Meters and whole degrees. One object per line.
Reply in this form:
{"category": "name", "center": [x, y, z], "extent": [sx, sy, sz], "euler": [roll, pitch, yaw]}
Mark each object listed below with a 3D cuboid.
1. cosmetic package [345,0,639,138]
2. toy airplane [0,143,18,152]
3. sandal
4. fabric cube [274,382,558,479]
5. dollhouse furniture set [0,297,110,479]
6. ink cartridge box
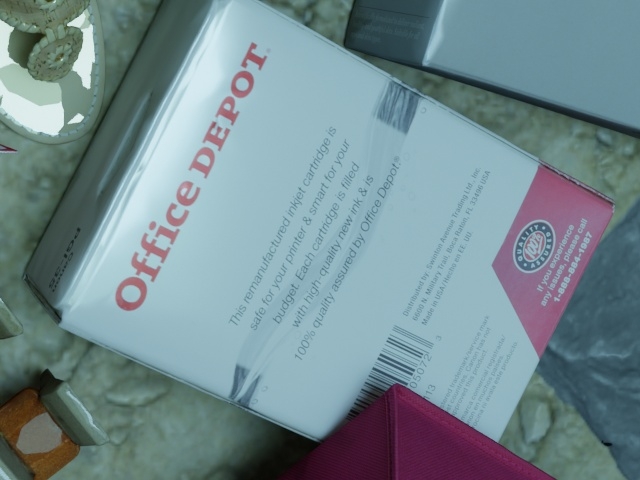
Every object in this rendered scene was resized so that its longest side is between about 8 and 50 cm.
{"category": "cosmetic package", "center": [0.150, -0.126, 0.957], "extent": [0.238, 0.127, 0.107], "euler": [11, 97, -21]}
{"category": "toy airplane", "center": [-0.244, -0.058, 0.868], "extent": [0.151, 0.028, 0.151], "euler": [-8, 119, -14]}
{"category": "sandal", "center": [-0.163, -0.162, 0.853], "extent": [0.088, 0.079, 0.240], "euler": [-13, 105, -18]}
{"category": "fabric cube", "center": [0.049, 0.290, 0.878], "extent": [0.254, 0.259, 0.258], "euler": [35, 124, -24]}
{"category": "dollhouse furniture set", "center": [-0.234, 0.179, 0.891], "extent": [0.262, 0.135, 0.259], "euler": [-39, 100, -10]}
{"category": "ink cartridge box", "center": [0.000, 0.000, 0.928], "extent": [0.283, 0.117, 0.207], "euler": [27, 91, -24]}
